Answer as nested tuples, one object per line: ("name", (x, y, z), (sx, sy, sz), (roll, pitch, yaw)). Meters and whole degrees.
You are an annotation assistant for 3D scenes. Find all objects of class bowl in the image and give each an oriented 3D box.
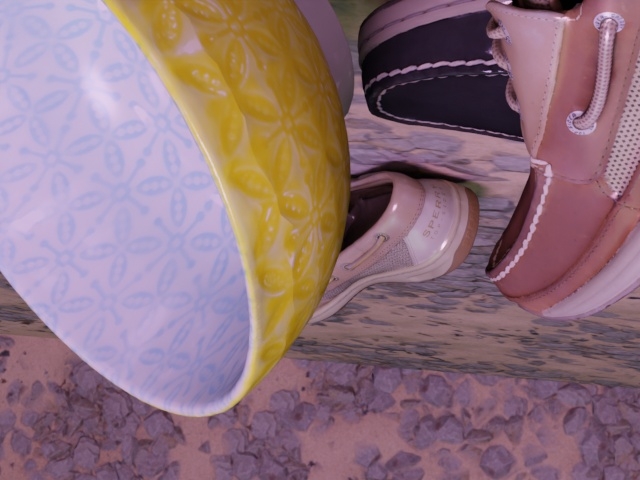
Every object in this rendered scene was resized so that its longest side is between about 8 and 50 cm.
("bowl", (-0.076, -0.071, 0.802), (0.156, 0.289, 0.289), (-35, -168, -30))

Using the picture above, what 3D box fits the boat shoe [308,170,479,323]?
("boat shoe", (0.000, 0.000, 1.342), (0.098, 0.109, 0.302), (21, 157, -34))

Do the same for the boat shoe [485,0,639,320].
("boat shoe", (0.129, -0.089, 0.634), (0.116, 0.123, 0.324), (27, 138, 1))

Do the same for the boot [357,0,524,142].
("boot", (0.193, 0.013, 0.808), (0.377, 0.284, 0.138), (5, 169, 7))
